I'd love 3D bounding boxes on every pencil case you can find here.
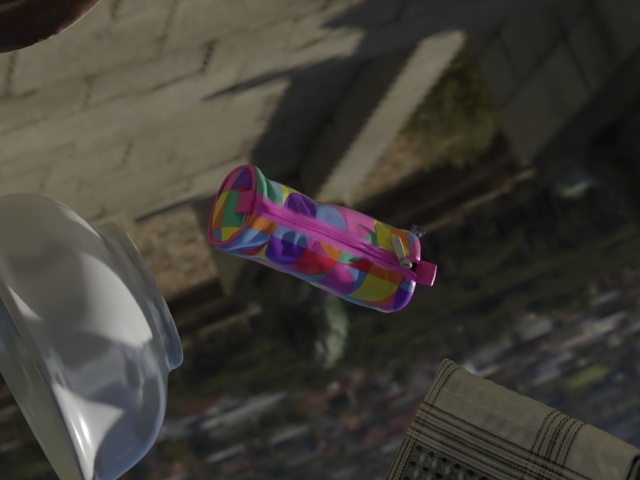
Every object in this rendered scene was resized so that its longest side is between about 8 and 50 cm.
[{"bbox_3d":[0.000,0.000,1.881,0.236,0.104,0.104,20,147,-26],"label":"pencil case"}]

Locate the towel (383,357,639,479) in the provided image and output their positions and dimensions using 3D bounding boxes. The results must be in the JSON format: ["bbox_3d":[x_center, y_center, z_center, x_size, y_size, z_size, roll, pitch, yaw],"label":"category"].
[{"bbox_3d":[0.170,0.307,1.748,0.056,0.324,0.312,27,89,-49],"label":"towel"}]

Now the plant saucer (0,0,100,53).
[{"bbox_3d":[-0.208,-0.201,1.211,0.168,0.168,0.029,-24,145,6],"label":"plant saucer"}]

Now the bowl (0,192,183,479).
[{"bbox_3d":[-0.209,0.074,1.550,0.134,0.297,0.298,-26,169,-16],"label":"bowl"}]
